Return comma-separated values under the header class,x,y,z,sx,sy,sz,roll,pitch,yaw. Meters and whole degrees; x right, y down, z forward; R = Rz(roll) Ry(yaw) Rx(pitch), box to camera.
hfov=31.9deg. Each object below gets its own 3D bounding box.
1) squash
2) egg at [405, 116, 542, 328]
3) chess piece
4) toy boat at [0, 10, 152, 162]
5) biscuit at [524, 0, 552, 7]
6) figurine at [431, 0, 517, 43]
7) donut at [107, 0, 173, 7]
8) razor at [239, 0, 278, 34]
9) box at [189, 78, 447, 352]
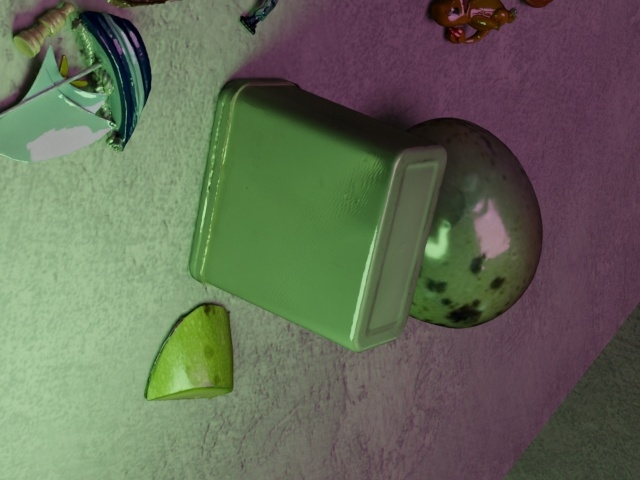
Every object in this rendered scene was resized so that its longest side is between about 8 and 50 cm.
class,x,y,z,sx,sy,sz,roll,pitch,yaw
squash,-0.192,0.207,1.921,0.192,0.085,0.184,7,106,-56
egg,0.247,-0.033,2.137,0.345,0.345,0.427,-38,125,-34
chess piece,-0.352,-0.277,1.444,0.092,0.035,0.035,-50,144,-27
toy boat,-0.349,-0.172,1.490,0.291,0.067,0.220,-39,139,-29
biscuit,0.479,-0.570,2.384,0.224,0.033,0.144,-31,136,-40
figurine,0.280,-0.430,2.167,0.176,0.121,0.122,-3,142,-38
donut,-0.231,-0.431,1.454,0.272,0.107,0.272,-25,126,-39
razor,-0.070,-0.393,1.754,0.154,0.028,0.044,-59,146,-8
box,-0.008,-0.045,1.779,0.177,0.344,0.351,-12,120,-53
